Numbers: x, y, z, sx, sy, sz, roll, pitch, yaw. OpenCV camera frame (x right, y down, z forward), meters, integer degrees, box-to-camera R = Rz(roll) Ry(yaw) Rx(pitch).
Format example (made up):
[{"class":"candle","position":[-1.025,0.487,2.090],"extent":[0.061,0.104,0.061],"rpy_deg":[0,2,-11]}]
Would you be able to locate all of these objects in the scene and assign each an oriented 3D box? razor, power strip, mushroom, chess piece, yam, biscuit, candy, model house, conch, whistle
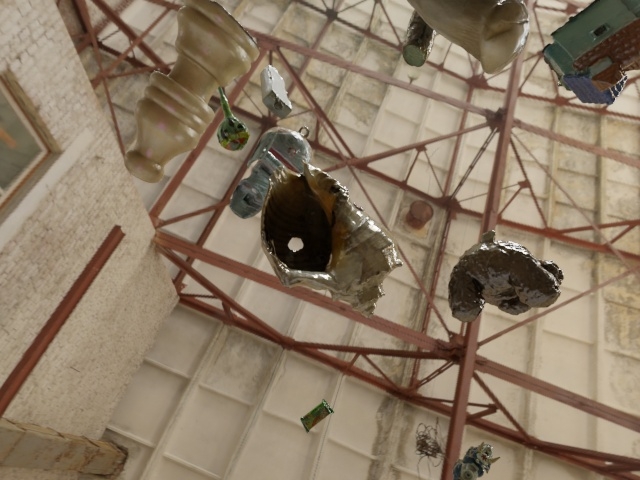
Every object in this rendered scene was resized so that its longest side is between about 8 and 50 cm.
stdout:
[{"class":"razor","position":[-0.084,-0.176,1.169],"extent":[0.232,0.068,0.106],"rpy_deg":[41,-130,-29]},{"class":"power strip","position":[-0.135,-0.442,1.263],"extent":[0.048,0.080,0.286],"rpy_deg":[-36,-143,19]},{"class":"mushroom","position":[0.141,-0.277,0.472],"extent":[0.092,0.081,0.223],"rpy_deg":[-27,-107,13]},{"class":"chess piece","position":[-0.241,-0.242,0.743],"extent":[0.124,0.139,0.307],"rpy_deg":[33,-88,12]},{"class":"yam","position":[0.197,-0.413,0.759],"extent":[0.061,0.061,0.274],"rpy_deg":[21,-112,5]},{"class":"biscuit","position":[-0.011,0.459,1.138],"extent":[0.089,0.016,0.046],"rpy_deg":[-35,-89,-9]},{"class":"candy","position":[-0.288,-0.405,1.254],"extent":[0.091,0.083,0.306],"rpy_deg":[-20,-89,5]},{"class":"model house","position":[0.428,-0.264,0.641],"extent":[0.119,0.148,0.149],"rpy_deg":[32,-138,-32]},{"class":"conch","position":[-0.004,0.009,0.822],"extent":[0.263,0.186,0.324],"rpy_deg":[-12,-124,-42]},{"class":"whistle","position":[-0.147,-0.207,1.320],"extent":[0.189,0.189,0.348],"rpy_deg":[40,-88,15]}]

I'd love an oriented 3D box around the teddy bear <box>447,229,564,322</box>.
[{"class":"teddy bear","position":[0.312,0.067,0.736],"extent":[0.177,0.190,0.140],"rpy_deg":[-22,-119,29]}]

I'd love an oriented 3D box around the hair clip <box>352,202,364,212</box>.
[{"class":"hair clip","position":[0.056,0.029,1.339],"extent":[0.069,0.301,0.173],"rpy_deg":[6,-163,-24]}]

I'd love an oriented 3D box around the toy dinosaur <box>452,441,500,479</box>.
[{"class":"toy dinosaur","position":[0.195,0.298,0.565],"extent":[0.030,0.047,0.083],"rpy_deg":[43,-81,23]}]
